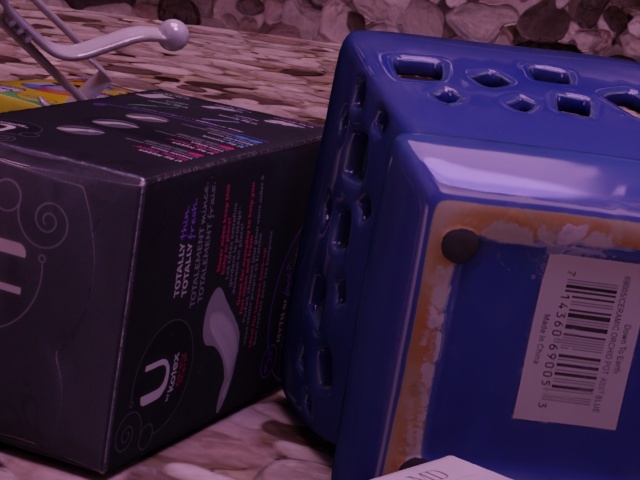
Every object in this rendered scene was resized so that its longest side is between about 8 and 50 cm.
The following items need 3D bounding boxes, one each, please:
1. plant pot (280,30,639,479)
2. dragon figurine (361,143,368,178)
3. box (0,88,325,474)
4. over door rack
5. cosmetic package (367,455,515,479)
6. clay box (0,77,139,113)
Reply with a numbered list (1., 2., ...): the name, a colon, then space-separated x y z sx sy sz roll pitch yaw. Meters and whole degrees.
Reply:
1. plant pot: 0.114 0.028 0.968 0.236 0.236 0.212 7 18 -7
2. dragon figurine: 0.067 -0.059 1.381 0.085 0.289 0.144 -27 63 -36
3. box: -0.107 0.011 1.027 0.143 0.165 0.270 14 13 21
4. over door rack: -0.170 -0.153 1.251 0.108 0.324 0.239 -33 50 -5
5. cosmetic package: 0.104 0.163 0.684 0.231 0.085 0.117 19 16 35
6. clay box: -0.275 -0.130 1.801 0.127 0.053 0.222 16 14 34
